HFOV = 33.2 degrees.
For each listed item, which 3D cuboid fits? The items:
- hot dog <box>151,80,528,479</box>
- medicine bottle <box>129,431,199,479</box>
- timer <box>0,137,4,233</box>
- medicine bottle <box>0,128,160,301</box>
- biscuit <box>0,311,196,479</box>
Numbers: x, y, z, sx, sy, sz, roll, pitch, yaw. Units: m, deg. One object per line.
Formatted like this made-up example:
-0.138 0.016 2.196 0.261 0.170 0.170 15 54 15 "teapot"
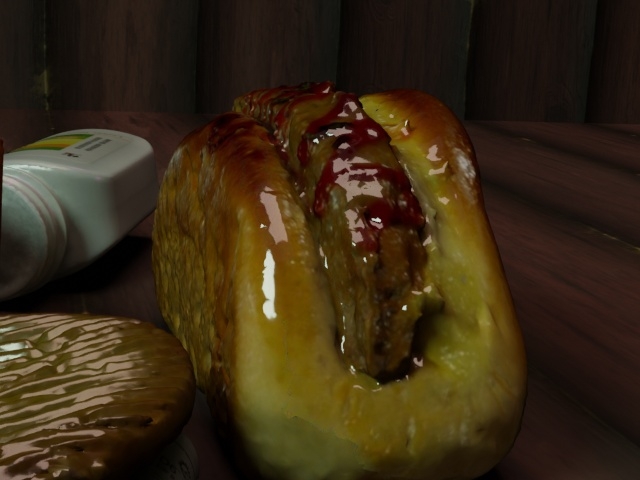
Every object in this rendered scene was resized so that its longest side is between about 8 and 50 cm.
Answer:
-0.002 0.001 0.744 0.185 0.223 0.405 2 13 -18 "hot dog"
-0.092 0.126 0.532 0.057 0.058 0.199 3 12 1 "medicine bottle"
-0.380 0.002 0.753 0.257 0.161 0.250 -11 18 -37 "timer"
-0.270 -0.033 1.049 0.179 0.124 0.324 -4 14 6 "medicine bottle"
-0.219 0.095 0.538 0.317 0.040 0.318 -8 11 2 "biscuit"
